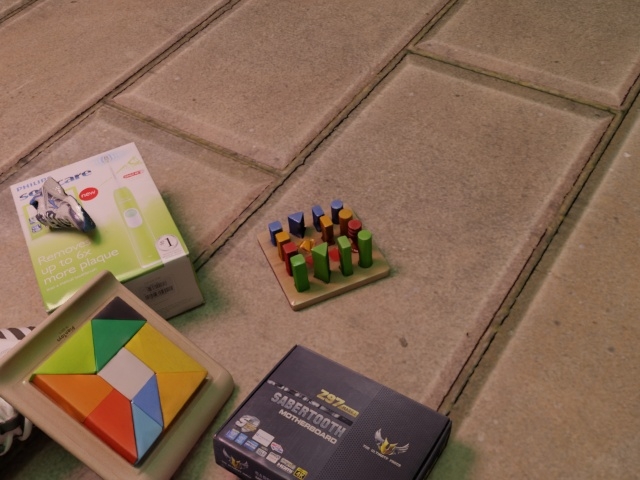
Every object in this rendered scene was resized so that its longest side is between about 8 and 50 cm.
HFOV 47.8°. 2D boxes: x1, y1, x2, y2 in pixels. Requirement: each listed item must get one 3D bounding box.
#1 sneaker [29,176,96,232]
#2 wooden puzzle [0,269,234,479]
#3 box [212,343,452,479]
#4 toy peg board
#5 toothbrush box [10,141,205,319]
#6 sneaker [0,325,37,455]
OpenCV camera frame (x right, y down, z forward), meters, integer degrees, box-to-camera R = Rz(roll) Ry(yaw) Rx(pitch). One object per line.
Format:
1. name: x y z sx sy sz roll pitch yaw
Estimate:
1. sneaker: -0.372 -0.037 1.035 0.058 0.052 0.135 -44 49 -16
2. wooden puzzle: -0.237 0.169 0.883 0.239 0.044 0.221 43 40 -5
3. box: 0.016 0.243 0.876 0.233 0.059 0.183 24 42 23
4. toy peg board: 0.000 0.000 1.102 0.161 0.079 0.160 -20 50 -13
5. toothbrush box: -0.327 0.004 1.101 0.206 0.122 0.283 -22 48 -13
6. sneaker: -0.405 0.201 0.827 0.258 0.169 0.447 -11 21 -10
